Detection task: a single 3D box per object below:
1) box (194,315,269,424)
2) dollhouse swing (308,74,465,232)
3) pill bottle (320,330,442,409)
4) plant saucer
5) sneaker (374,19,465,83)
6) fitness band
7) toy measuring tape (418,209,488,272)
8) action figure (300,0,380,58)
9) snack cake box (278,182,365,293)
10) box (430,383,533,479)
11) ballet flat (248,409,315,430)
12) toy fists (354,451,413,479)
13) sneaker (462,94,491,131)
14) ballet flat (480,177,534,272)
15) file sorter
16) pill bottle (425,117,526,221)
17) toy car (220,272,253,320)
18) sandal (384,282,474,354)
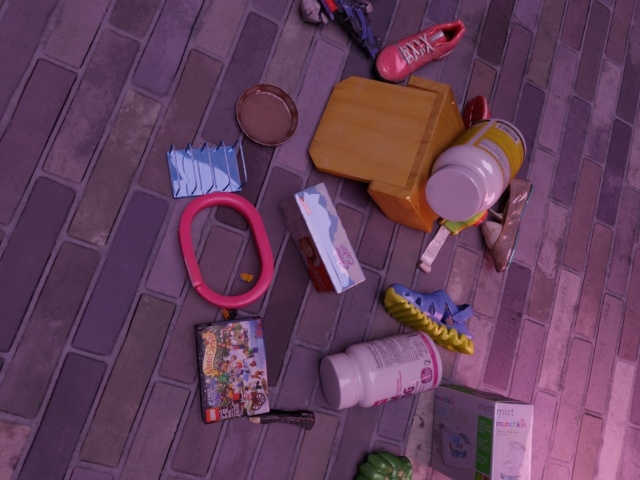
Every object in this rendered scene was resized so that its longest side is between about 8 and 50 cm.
[{"bbox_3d":[-0.212,0.308,1.236,0.159,0.044,0.233,-5,94,-22],"label":"box"},{"bbox_3d":[0.191,-0.251,1.459,0.315,0.305,0.346,41,65,-56],"label":"dollhouse swing"},{"bbox_3d":[0.153,0.336,1.325,0.283,0.160,0.160,-8,87,-21],"label":"pill bottle"},{"bbox_3d":[-0.141,-0.329,1.358,0.169,0.029,0.168,2,84,-20],"label":"plant saucer"},{"bbox_3d":[0.289,-0.564,1.488,0.314,0.136,0.116,-33,95,-20],"label":"sneaker"},{"bbox_3d":[-0.229,0.022,1.252,0.209,0.054,0.290,-13,76,-21],"label":"fitness band"},{"bbox_3d":[0.397,-0.050,1.485,0.121,0.121,0.330,39,73,-13],"label":"toy measuring tape"},{"bbox_3d":[0.086,-0.695,1.448,0.330,0.178,0.341,-38,125,-14],"label":"action figure"},{"bbox_3d":[0.000,0.000,1.308,0.089,0.152,0.264,-25,93,-22],"label":"snack cake box"},{"bbox_3d":[0.419,0.517,1.351,0.127,0.262,0.231,8,82,-19],"label":"box"},{"bbox_3d":[-0.093,0.448,1.275,0.173,0.057,0.049,8,87,-19],"label":"ballet flat"},{"bbox_3d":[0.160,0.692,1.323,0.142,0.096,0.279,6,83,-19],"label":"toy fists"},{"bbox_3d":[0.510,-0.327,1.590,0.128,0.087,0.221,10,83,-35],"label":"sneaker"},{"bbox_3d":[0.550,-0.055,1.562,0.106,0.107,0.316,22,71,3],"label":"ballet flat"},{"bbox_3d":[-0.276,-0.178,1.250,0.170,0.104,0.118,-9,87,-21],"label":"file sorter"},{"bbox_3d":[0.408,-0.186,1.361,0.188,0.188,0.334,56,46,-7],"label":"pill bottle"},{"bbox_3d":[-0.211,0.140,1.286,0.041,0.060,0.122,15,53,25],"label":"toy car"},{"bbox_3d":[0.311,0.195,1.429,0.317,0.126,0.138,33,70,-23],"label":"sandal"}]
